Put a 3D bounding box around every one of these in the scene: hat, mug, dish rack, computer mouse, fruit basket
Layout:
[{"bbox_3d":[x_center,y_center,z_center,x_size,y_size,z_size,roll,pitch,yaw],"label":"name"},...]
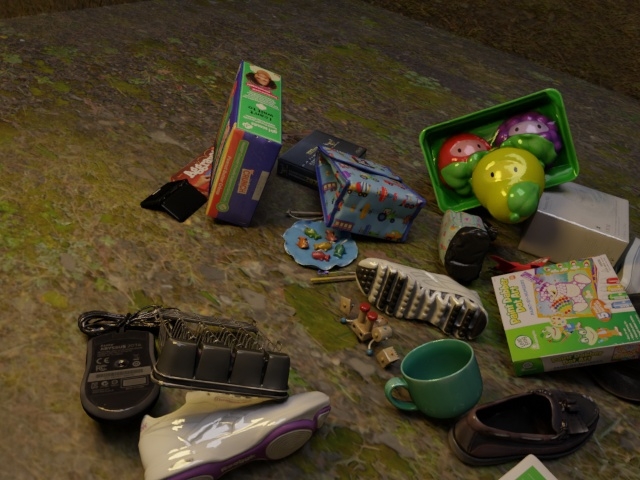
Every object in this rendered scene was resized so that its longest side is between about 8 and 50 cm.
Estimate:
[{"bbox_3d":[0.688,0.191,1.089,0.331,0.134,0.331,6,37,-5],"label":"hat"},{"bbox_3d":[0.207,0.252,0.922,0.158,0.097,0.129,-13,17,29],"label":"mug"},{"bbox_3d":[-0.176,0.174,0.862,0.208,0.074,0.271,15,0,-23],"label":"dish rack"},{"bbox_3d":[-0.328,0.217,0.883,0.188,0.072,0.272,0,29,-15],"label":"computer mouse"},{"bbox_3d":[0.463,-0.203,1.341,0.392,0.283,0.392,-18,9,3],"label":"fruit basket"}]

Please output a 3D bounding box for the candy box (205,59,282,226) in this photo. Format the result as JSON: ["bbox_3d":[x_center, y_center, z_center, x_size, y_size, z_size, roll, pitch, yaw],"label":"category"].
[{"bbox_3d":[-0.188,-0.241,1.283,0.122,0.268,0.317,13,42,-19],"label":"candy box"}]

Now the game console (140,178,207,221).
[{"bbox_3d":[-0.369,-0.098,1.307,0.107,0.071,0.122,-6,29,29],"label":"game console"}]

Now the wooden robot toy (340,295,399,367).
[{"bbox_3d":[0.113,0.169,1.040,0.079,0.076,0.173,-6,40,-37],"label":"wooden robot toy"}]

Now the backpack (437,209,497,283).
[{"bbox_3d":[0.345,-0.003,1.249,0.115,0.152,0.182,22,27,0],"label":"backpack"}]

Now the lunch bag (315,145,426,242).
[{"bbox_3d":[0.107,-0.145,1.357,0.221,0.138,0.293,11,32,-21],"label":"lunch bag"}]

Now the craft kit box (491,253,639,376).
[{"bbox_3d":[0.503,0.149,1.076,0.246,0.061,0.250,-16,34,18],"label":"craft kit box"}]

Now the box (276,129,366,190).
[{"bbox_3d":[0.007,-0.234,1.524,0.183,0.059,0.233,24,40,17],"label":"box"}]

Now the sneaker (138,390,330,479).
[{"bbox_3d":[-0.130,0.276,0.808,0.305,0.114,0.152,-11,44,-25],"label":"sneaker"}]

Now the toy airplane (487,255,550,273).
[{"bbox_3d":[0.469,0.062,1.222,0.151,0.151,0.028,8,74,-3],"label":"toy airplane"}]

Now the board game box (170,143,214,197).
[{"bbox_3d":[-0.278,-0.208,1.453,0.145,0.027,0.281,19,39,12],"label":"board game box"}]

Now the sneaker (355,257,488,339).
[{"bbox_3d":[0.214,0.110,1.117,0.292,0.110,0.118,24,32,4],"label":"sneaker"}]

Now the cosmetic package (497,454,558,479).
[{"bbox_3d":[0.192,0.456,0.626,0.365,0.155,0.197,-18,48,-33],"label":"cosmetic package"}]

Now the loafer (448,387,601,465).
[{"bbox_3d":[0.369,0.311,0.894,0.302,0.095,0.109,-5,41,-19],"label":"loafer"}]

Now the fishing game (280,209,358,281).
[{"bbox_3d":[0.000,0.000,1.247,0.189,0.041,0.264,1,39,-16],"label":"fishing game"}]

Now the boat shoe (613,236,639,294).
[{"bbox_3d":[0.792,0.079,1.307,0.081,0.079,0.227,33,48,13],"label":"boat shoe"}]

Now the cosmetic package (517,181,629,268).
[{"bbox_3d":[0.671,-0.042,1.373,0.224,0.138,0.224,21,39,16],"label":"cosmetic package"}]
